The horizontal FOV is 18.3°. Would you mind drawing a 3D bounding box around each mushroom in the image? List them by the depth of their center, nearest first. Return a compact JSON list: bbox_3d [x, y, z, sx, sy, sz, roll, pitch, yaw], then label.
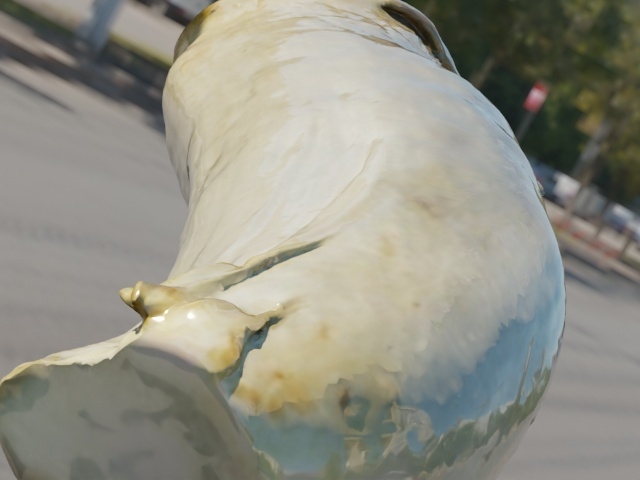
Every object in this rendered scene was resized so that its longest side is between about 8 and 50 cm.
[{"bbox_3d":[0.000,0.000,0.534,0.123,0.095,0.351,16,16,-1],"label":"mushroom"}]
